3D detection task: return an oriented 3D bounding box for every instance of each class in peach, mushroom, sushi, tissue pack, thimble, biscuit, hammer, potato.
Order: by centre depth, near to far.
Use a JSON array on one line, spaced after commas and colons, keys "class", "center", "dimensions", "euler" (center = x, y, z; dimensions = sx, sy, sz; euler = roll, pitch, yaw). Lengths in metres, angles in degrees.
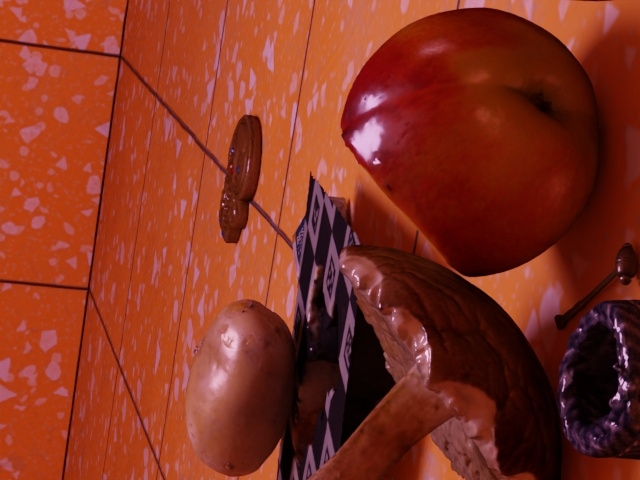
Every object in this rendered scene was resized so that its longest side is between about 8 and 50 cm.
[{"class": "thimble", "center": [0.186, 0.083, 0.980], "dimensions": [0.104, 0.066, 0.095], "euler": [158, 114, -73]}, {"class": "hammer", "center": [0.183, 0.036, 1.107], "dimensions": [0.123, 0.014, 0.029], "euler": [122, 159, -63]}, {"class": "mushroom", "center": [0.037, 0.142, 1.114], "dimensions": [0.302, 0.233, 0.208], "euler": [-44, 7, -38]}, {"class": "peach", "center": [0.095, -0.064, 1.136], "dimensions": [0.192, 0.190, 0.190], "euler": [-36, 47, 45]}, {"class": "sushi", "center": [0.027, 0.129, 1.550], "dimensions": [0.320, 0.069, 0.339], "euler": [-126, 41, -75]}, {"class": "potato", "center": [-0.079, 0.144, 1.637], "dimensions": [0.118, 0.109, 0.178], "euler": [-27, -49, -64]}, {"class": "tissue pack", "center": [0.000, 0.000, 1.711], "dimensions": [0.083, 0.042, 0.062], "euler": [121, 148, -54]}, {"class": "biscuit", "center": [-0.108, -0.080, 2.157], "dimensions": [0.124, 0.026, 0.175], "euler": [-110, 30, -59]}]
